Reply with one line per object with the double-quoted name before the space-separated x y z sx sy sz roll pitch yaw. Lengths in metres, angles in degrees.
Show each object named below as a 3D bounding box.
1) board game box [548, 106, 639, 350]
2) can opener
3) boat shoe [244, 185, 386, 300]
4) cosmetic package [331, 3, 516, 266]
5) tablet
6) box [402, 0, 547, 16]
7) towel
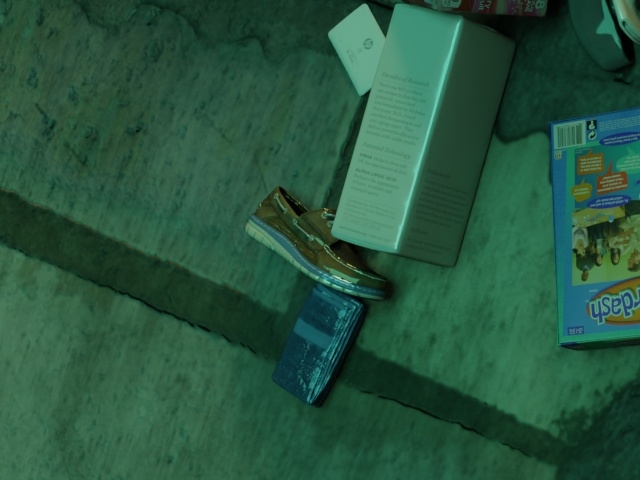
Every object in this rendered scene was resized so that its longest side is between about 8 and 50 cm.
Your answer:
"board game box" 0.288 -0.013 1.575 0.160 0.047 0.210 -8 76 33
"can opener" 0.250 -0.299 1.630 0.093 0.074 0.280 -20 72 31
"boat shoe" 0.000 0.000 1.756 0.183 0.066 0.066 30 98 33
"cosmetic package" 0.099 -0.098 1.676 0.085 0.117 0.231 15 90 33
"tablet" 0.043 -0.194 1.794 0.054 0.006 0.083 -37 65 23
"box" 0.146 -0.342 1.621 0.122 0.128 0.257 32 119 56
"towel" -0.004 0.102 1.765 0.067 0.029 0.119 30 100 34
